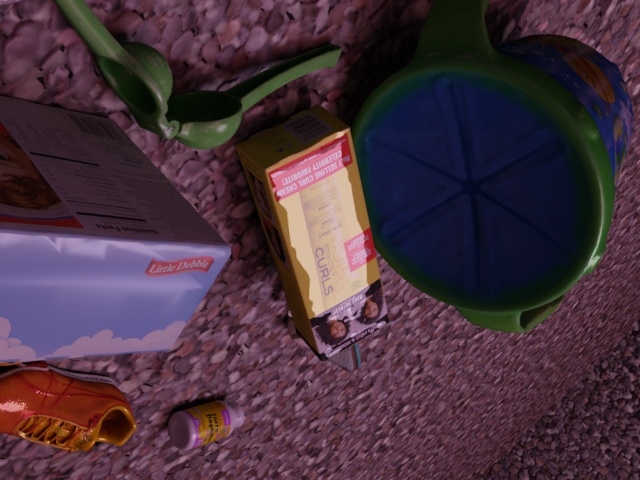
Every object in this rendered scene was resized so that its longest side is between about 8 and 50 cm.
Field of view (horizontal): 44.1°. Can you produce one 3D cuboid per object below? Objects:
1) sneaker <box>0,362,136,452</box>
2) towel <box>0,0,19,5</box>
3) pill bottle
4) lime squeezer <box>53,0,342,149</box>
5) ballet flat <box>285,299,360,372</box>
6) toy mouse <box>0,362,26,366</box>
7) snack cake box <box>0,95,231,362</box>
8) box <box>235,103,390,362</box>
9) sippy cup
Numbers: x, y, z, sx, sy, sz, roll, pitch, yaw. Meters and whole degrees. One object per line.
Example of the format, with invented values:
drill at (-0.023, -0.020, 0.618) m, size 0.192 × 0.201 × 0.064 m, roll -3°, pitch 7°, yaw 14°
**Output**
sneaker at (-0.224, 0.147, 0.673) m, size 0.064 × 0.067 × 0.175 m, roll -52°, pitch 148°, yaw 15°
towel at (-0.117, -0.226, 0.357) m, size 0.285 × 0.034 × 0.209 m, roll -31°, pitch 137°, yaw -26°
pill bottle at (-0.127, 0.205, 0.888) m, size 0.083 × 0.043 × 0.043 m, roll -7°, pitch 133°, yaw -48°
lime squeezer at (-0.091, -0.117, 0.521) m, size 0.310 × 0.059 × 0.110 m, roll 10°, pitch 121°, yaw -54°
ballet flat at (0.001, 0.074, 0.868) m, size 0.079 × 0.076 × 0.221 m, roll -16°, pitch 138°, yaw -10°
toy mouse at (-0.252, 0.064, 0.569) m, size 0.161 × 0.031 × 0.143 m, roll -42°, pitch 150°, yaw -5°
snack cake box at (-0.196, -0.013, 0.422) m, size 0.264 × 0.152 × 0.089 m, roll 6°, pitch 124°, yaw -53°
box at (0.000, 0.000, 0.712) m, size 0.087 × 0.058 × 0.232 m, roll -28°, pitch 130°, yaw -17°
sippy cup at (0.178, -0.085, 0.732) m, size 0.224 × 0.240 × 0.305 m, roll -39°, pitch 160°, yaw -45°
